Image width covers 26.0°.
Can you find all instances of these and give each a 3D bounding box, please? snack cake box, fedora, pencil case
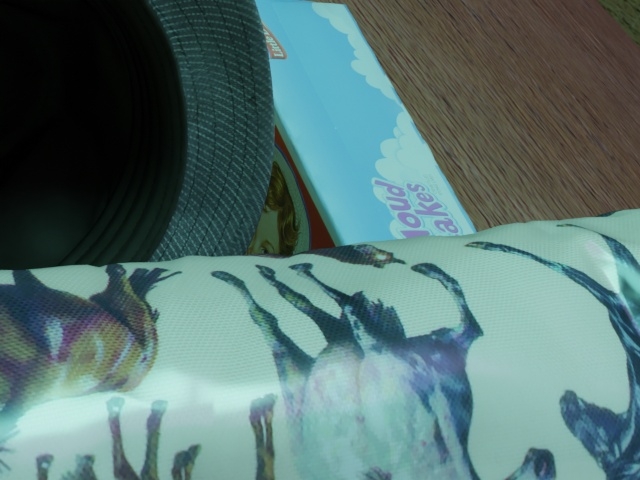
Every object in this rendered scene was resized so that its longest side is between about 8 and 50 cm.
[{"bbox_3d":[0.000,0.000,0.792,0.089,0.152,0.264,-1,47,-30],"label":"snack cake box"},{"bbox_3d":[-0.166,-0.041,0.571,0.275,0.244,0.124,-28,36,-27],"label":"fedora"},{"bbox_3d":[0.006,0.081,0.532,0.410,0.160,0.183,-5,19,-29],"label":"pencil case"}]
